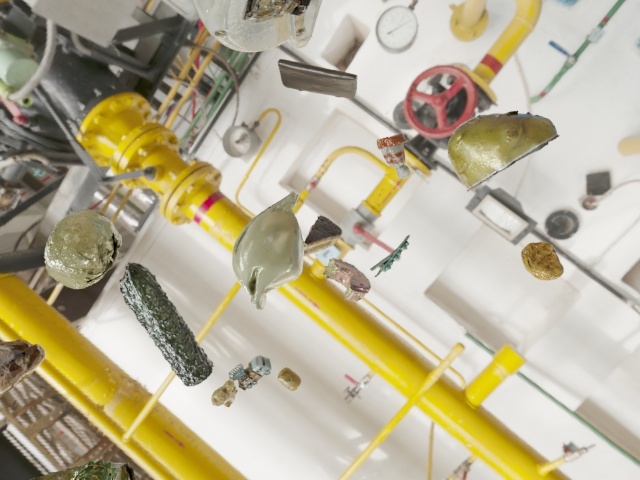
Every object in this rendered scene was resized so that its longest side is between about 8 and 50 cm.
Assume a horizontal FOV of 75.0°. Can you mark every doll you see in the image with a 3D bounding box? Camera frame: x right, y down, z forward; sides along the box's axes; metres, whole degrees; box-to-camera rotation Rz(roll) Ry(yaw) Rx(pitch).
[{"bbox_3d":[-0.395,0.443,0.737,0.113,0.076,0.078,9,137,57],"label":"doll"}]

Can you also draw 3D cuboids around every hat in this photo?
[{"bbox_3d":[0.273,-0.298,1.495,0.093,0.112,0.162,3,113,57],"label":"hat"}]

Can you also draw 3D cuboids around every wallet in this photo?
[{"bbox_3d":[-0.008,-0.628,1.628,0.309,0.042,0.165,13,172,7],"label":"wallet"}]

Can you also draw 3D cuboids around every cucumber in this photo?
[{"bbox_3d":[-0.386,0.206,1.026,0.096,0.096,0.359,-111,-4,-67],"label":"cucumber"}]

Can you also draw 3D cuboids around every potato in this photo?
[{"bbox_3d":[0.525,-0.301,1.259,0.246,0.299,0.196,-29,-93,-50],"label":"potato"}]

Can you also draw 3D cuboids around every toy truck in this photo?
[{"bbox_3d":[-0.321,0.600,1.923,0.115,0.177,0.080,41,-165,-36],"label":"toy truck"}]

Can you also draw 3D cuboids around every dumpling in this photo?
[{"bbox_3d":[-0.164,0.029,1.387,0.233,0.395,0.315,15,174,-7],"label":"dumpling"}]

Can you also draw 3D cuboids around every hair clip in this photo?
[{"bbox_3d":[0.231,0.052,1.335,0.049,0.173,0.049,45,-176,-4],"label":"hair clip"}]

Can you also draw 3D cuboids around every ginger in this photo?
[{"bbox_3d":[-0.844,0.328,1.037,0.321,0.172,0.165,-153,51,-82],"label":"ginger"},{"bbox_3d":[-0.410,0.671,1.798,0.065,0.118,0.299,44,156,15],"label":"ginger"}]

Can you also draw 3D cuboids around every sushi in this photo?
[{"bbox_3d":[-0.618,0.662,1.069,0.291,0.131,0.139,31,-163,-51],"label":"sushi"}]

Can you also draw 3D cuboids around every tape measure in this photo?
[{"bbox_3d":[-0.095,-0.456,0.747,0.130,0.265,0.258,62,157,7],"label":"tape measure"}]

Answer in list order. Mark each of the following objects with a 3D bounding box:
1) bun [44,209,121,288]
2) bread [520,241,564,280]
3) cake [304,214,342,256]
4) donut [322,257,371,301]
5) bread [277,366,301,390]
[{"bbox_3d":[-0.727,0.029,1.318,0.152,0.259,0.259,18,-167,3],"label":"bun"},{"bbox_3d":[0.524,0.048,0.989,0.083,0.044,0.111,-1,-137,4],"label":"bread"},{"bbox_3d":[0.002,0.008,1.720,0.135,0.112,0.246,28,-148,-3],"label":"cake"},{"bbox_3d":[0.085,0.117,1.188,0.117,0.065,0.166,17,-158,-32],"label":"donut"},{"bbox_3d":[-0.146,0.658,1.977,0.115,0.082,0.056,44,168,0],"label":"bread"}]
